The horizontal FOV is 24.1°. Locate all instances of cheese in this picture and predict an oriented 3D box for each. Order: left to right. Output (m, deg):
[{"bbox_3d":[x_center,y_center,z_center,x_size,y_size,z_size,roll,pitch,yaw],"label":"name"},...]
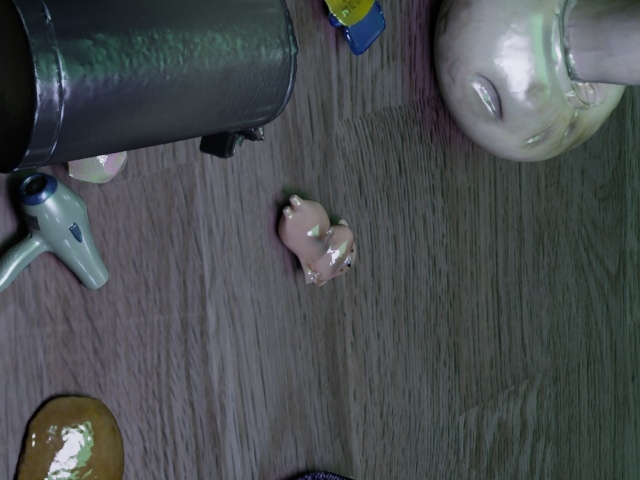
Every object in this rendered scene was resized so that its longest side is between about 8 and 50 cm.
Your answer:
[{"bbox_3d":[0.017,-0.347,1.875,0.156,0.064,0.250,-48,128,-31],"label":"cheese"}]

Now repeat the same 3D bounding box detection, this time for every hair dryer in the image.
[{"bbox_3d":[-0.304,0.042,1.601,0.199,0.067,0.167,-57,141,-10],"label":"hair dryer"}]

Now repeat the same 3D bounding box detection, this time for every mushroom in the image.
[{"bbox_3d":[0.320,-0.297,2.082,0.353,0.353,0.325,-9,74,-48],"label":"mushroom"}]

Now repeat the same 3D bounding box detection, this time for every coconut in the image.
[{"bbox_3d":[-0.244,-0.101,1.614,0.081,0.083,0.082,-13,133,-37],"label":"coconut"}]

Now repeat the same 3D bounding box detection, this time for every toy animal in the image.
[{"bbox_3d":[-0.003,-0.003,1.920,0.083,0.089,0.150,-31,135,7],"label":"toy animal"}]

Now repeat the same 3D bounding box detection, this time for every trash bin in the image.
[{"bbox_3d":[-0.198,-0.191,1.507,0.301,0.203,0.252,-12,111,-35],"label":"trash bin"}]

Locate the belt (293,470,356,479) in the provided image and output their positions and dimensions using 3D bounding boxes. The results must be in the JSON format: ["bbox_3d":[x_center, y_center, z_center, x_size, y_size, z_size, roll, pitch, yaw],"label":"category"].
[{"bbox_3d":[-0.014,0.471,1.970,0.260,0.122,0.324,4,97,-56],"label":"belt"}]

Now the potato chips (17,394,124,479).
[{"bbox_3d":[-0.274,0.276,1.680,0.150,0.049,0.201,10,96,-45],"label":"potato chips"}]
